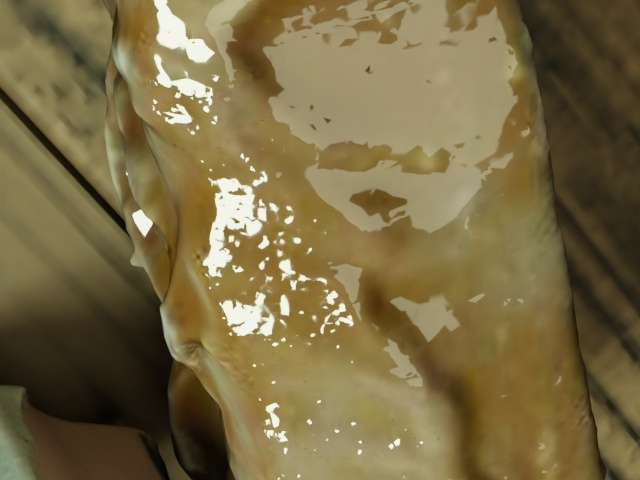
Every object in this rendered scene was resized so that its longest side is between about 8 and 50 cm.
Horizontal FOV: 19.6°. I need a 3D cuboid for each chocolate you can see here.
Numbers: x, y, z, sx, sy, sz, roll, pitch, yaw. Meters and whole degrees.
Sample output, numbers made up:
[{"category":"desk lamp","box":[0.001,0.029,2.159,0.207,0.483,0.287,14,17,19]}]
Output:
[{"category":"chocolate","box":[0.000,0.000,0.459,0.093,0.148,0.214,-14,111,-7]}]

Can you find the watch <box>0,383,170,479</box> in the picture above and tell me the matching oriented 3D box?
[{"category":"watch","box":[-0.110,0.195,0.497,0.253,0.162,0.241,-28,123,-5]}]
